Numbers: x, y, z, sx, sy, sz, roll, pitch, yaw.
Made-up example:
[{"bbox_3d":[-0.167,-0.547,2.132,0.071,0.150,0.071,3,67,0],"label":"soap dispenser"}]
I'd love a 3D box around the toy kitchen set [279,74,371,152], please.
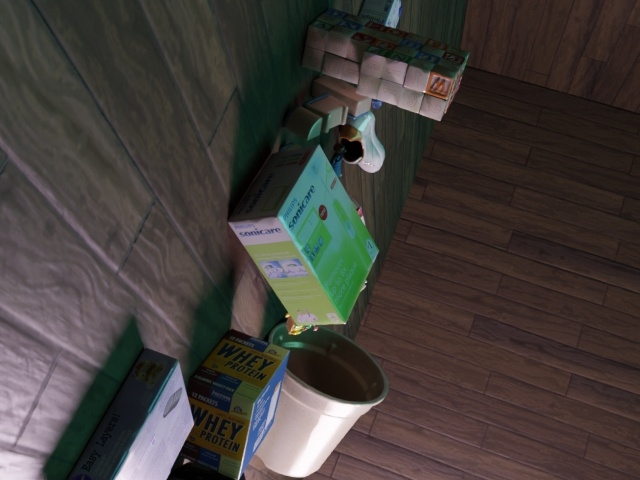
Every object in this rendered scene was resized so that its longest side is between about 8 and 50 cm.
[{"bbox_3d":[-0.014,-0.224,1.678,0.207,0.122,0.166,-31,143,-43],"label":"toy kitchen set"}]

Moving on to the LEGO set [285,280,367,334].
[{"bbox_3d":[0.016,0.128,1.774,0.287,0.107,0.132,-55,165,20],"label":"LEGO set"}]

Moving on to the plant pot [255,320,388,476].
[{"bbox_3d":[-0.038,0.430,2.114,0.305,0.334,0.334,-64,173,22],"label":"plant pot"}]

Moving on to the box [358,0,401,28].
[{"bbox_3d":[0.140,-0.532,1.951,0.126,0.072,0.137,58,52,-75],"label":"box"}]

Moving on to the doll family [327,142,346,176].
[{"bbox_3d":[0.009,-0.157,1.935,0.111,0.076,0.193,89,17,-48],"label":"doll family"}]

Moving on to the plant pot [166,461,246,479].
[{"bbox_3d":[-0.235,0.544,1.609,0.187,0.188,0.167,9,89,-79],"label":"plant pot"}]

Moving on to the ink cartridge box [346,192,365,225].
[{"bbox_3d":[0.000,0.000,1.868,0.207,0.117,0.283,-50,167,-6],"label":"ink cartridge box"}]

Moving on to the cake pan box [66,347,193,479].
[{"bbox_3d":[-0.291,0.339,1.263,0.245,0.070,0.266,89,22,-55],"label":"cake pan box"}]

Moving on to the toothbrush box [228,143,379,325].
[{"bbox_3d":[-0.024,-0.006,1.551,0.283,0.122,0.206,58,42,-31],"label":"toothbrush box"}]

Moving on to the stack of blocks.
[{"bbox_3d":[0.120,-0.344,1.560,0.171,0.297,0.087,-55,163,-54],"label":"stack of blocks"}]

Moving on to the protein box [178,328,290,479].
[{"bbox_3d":[-0.173,0.327,1.641,0.200,0.136,0.201,-52,158,-60],"label":"protein box"}]

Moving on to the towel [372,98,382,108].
[{"bbox_3d":[0.184,-0.454,2.412,0.067,0.029,0.119,51,58,-78],"label":"towel"}]

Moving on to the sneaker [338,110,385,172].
[{"bbox_3d":[0.095,-0.241,2.168,0.123,0.106,0.290,-62,157,-16],"label":"sneaker"}]
